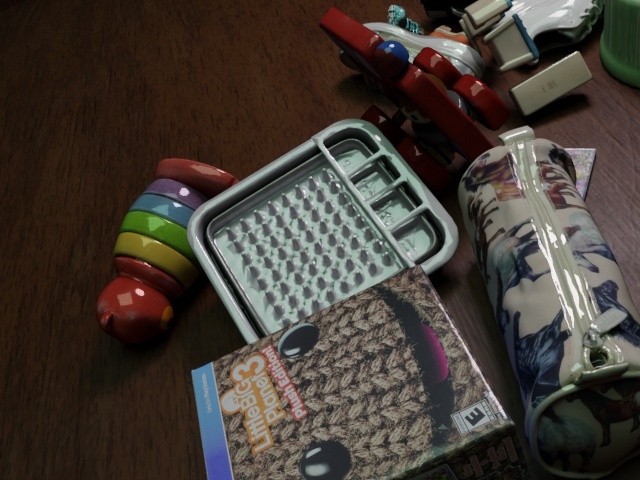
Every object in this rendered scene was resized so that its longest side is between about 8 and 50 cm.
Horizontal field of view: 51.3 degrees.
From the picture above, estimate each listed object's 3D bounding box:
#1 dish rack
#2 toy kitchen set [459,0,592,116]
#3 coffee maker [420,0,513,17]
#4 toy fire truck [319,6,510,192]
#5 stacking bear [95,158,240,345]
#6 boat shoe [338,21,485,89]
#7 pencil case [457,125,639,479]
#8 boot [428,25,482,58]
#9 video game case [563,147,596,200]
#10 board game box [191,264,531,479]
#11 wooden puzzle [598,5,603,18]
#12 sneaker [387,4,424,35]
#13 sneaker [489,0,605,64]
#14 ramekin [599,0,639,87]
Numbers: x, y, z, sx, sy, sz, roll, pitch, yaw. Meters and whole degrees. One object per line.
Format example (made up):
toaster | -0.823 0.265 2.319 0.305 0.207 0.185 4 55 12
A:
dish rack | 0.000 0.000 0.976 0.332 0.072 0.286 -32 66 -7
toy kitchen set | 0.347 -0.333 1.154 0.122 0.207 0.166 -29 5 10
coffee maker | 0.300 -0.537 1.362 0.178 0.171 0.120 21 32 37
toy fire truck | 0.133 -0.232 1.034 0.169 0.254 0.302 -47 40 10
stacking bear | -0.254 0.029 1.065 0.164 0.175 0.289 21 67 7
boat shoe | 0.153 -0.331 1.269 0.320 0.118 0.103 24 78 33
pencil case | 0.268 0.045 0.766 0.159 0.184 0.410 -2 43 0
boot | 0.249 -0.367 1.303 0.084 0.059 0.158 -36 34 -7
video game case | 0.357 -0.095 0.997 0.087 0.011 0.122 5 50 30
board game box | 0.034 0.200 0.710 0.290 0.141 0.232 -26 40 1
wooden puzzle | 0.502 -0.448 1.290 0.078 0.014 0.116 -14 42 19
sneaker | 0.171 -0.423 1.336 0.076 0.166 0.065 -2 85 4
sneaker | 0.464 -0.423 1.216 0.297 0.111 0.129 -35 52 14
ramekin | 0.608 -0.386 1.070 0.303 0.148 0.303 -14 42 13
